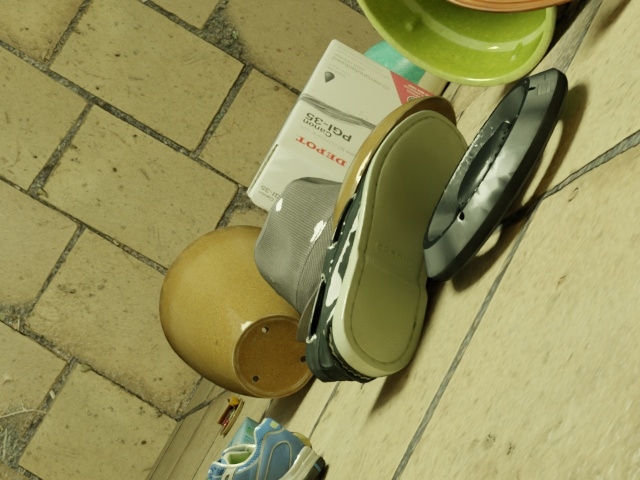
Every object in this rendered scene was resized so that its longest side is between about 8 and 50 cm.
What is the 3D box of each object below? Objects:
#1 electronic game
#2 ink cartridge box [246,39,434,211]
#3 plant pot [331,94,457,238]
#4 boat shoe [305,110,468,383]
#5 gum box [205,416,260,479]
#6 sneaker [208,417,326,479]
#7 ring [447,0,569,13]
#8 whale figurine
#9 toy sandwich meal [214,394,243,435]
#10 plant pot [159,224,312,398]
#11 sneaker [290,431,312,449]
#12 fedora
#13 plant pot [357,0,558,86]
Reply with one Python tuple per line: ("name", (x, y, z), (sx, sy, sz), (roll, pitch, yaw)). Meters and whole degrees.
("electronic game", (0.164, -0.062, 1.268), (0.229, 0.048, 0.229), (-60, 5, 8))
("ink cartridge box", (0.045, -0.130, 1.923), (0.117, 0.207, 0.283), (-57, 6, 42))
("plant pot", (0.080, -0.059, 1.525), (0.236, 0.032, 0.236), (-43, -31, -35))
("boat shoe", (0.066, 0.009, 1.387), (0.113, 0.127, 0.340), (-36, 31, 48))
("gum box", (-0.133, 0.346, 1.842), (0.157, 0.041, 0.184), (-58, 6, 15))
("sneaker", (-0.088, 0.263, 1.414), (0.211, 0.081, 0.080), (-41, -1, 24))
("ring", (0.226, -0.373, 1.352), (0.337, 0.336, 0.032), (-60, -35, -4))
("whale figurine", (0.149, -0.296, 2.238), (0.272, 0.141, 0.216), (-51, 9, 53))
("toy sandwich meal", (-0.168, 0.313, 2.425), (0.086, 0.029, 0.085), (-59, 5, 8))
("plant pot", (-0.089, 0.124, 1.873), (0.237, 0.237, 0.254), (-59, 21, 5))
("sneaker", (-0.063, 0.260, 1.496), (0.185, 0.069, 0.084), (-55, 12, 33))
("fedora", (0.000, 0.000, 1.677), (0.244, 0.124, 0.275), (-58, -14, -10))
("plant pot", (0.209, -0.368, 1.601), (0.254, 0.276, 0.276), (-49, -1, -34))
